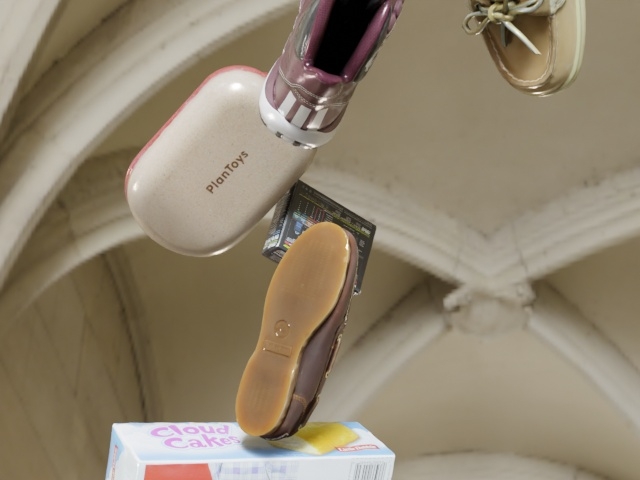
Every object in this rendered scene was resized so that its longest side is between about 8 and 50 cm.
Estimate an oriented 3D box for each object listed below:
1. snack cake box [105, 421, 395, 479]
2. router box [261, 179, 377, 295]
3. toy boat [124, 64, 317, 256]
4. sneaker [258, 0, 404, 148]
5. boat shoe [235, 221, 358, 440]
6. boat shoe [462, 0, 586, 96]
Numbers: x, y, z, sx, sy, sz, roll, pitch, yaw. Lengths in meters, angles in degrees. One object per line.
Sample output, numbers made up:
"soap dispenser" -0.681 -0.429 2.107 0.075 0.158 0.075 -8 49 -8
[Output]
"snack cake box" -0.072 0.260 1.159 0.264 0.089 0.152 4 -76 -27
"router box" 0.000 0.000 1.392 0.122 0.092 0.038 30 -32 -25
"toy boat" -0.116 -0.096 1.367 0.151 0.151 0.231 40 -76 -19
"sneaker" 0.038 -0.227 1.103 0.106 0.281 0.162 21 -24 -10
"boat shoe" -0.015 0.085 1.116 0.073 0.207 0.073 25 2 33
"boat shoe" 0.148 -0.253 1.025 0.104 0.089 0.285 -9 -75 36
